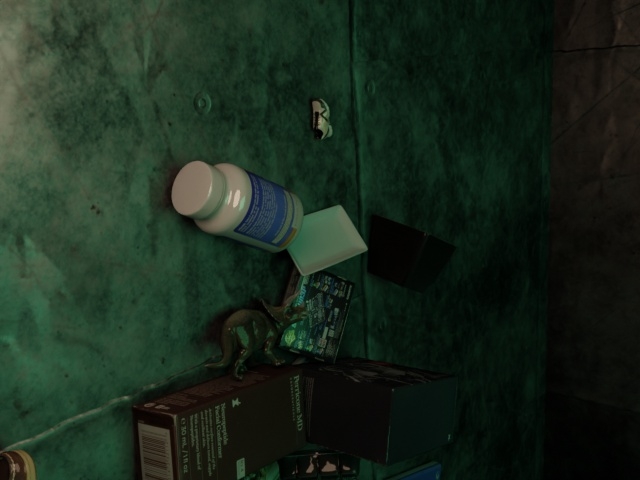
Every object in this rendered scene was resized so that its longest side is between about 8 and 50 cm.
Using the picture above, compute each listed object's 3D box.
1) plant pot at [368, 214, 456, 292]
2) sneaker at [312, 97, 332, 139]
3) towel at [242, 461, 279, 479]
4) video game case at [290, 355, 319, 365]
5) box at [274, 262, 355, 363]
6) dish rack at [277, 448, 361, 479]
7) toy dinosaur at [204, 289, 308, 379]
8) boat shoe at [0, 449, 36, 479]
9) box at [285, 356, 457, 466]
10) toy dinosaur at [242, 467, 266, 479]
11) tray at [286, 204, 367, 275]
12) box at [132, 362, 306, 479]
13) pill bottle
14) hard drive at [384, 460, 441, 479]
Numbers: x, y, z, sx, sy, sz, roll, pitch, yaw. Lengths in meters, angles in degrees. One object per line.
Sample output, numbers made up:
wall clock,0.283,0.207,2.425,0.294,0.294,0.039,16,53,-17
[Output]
plant pot,0.246,0.047,1.975,0.188,0.187,0.167,21,91,-52
sneaker,0.000,-0.300,1.707,0.044,0.040,0.109,-40,125,-39
towel,-0.152,0.547,1.671,0.113,0.023,0.152,-50,129,-38
video game case,-0.045,0.391,1.777,0.201,0.023,0.183,-43,128,-38
box,-0.016,0.181,1.717,0.175,0.051,0.220,23,76,-33
dish rack,0.010,0.614,1.733,0.271,0.208,0.074,78,9,-49
toy dinosaur,-0.166,0.215,1.545,0.313,0.121,0.160,-10,92,-46
boat shoe,-0.560,0.488,1.060,0.123,0.123,0.342,37,73,-49
box,0.127,0.410,1.720,0.343,0.312,0.179,7,89,-54
toy dinosaur,-0.146,0.553,1.633,0.092,0.053,0.183,39,56,-65
tray,0.000,0.000,1.724,0.270,0.030,0.145,-20,76,-49
box,-0.202,0.403,1.475,0.381,0.143,0.191,-10,97,-53
pill bottle,-0.172,-0.073,1.434,0.272,0.152,0.152,22,78,-51
hard drive,0.296,0.866,2.272,0.319,0.040,0.210,6,91,-52
